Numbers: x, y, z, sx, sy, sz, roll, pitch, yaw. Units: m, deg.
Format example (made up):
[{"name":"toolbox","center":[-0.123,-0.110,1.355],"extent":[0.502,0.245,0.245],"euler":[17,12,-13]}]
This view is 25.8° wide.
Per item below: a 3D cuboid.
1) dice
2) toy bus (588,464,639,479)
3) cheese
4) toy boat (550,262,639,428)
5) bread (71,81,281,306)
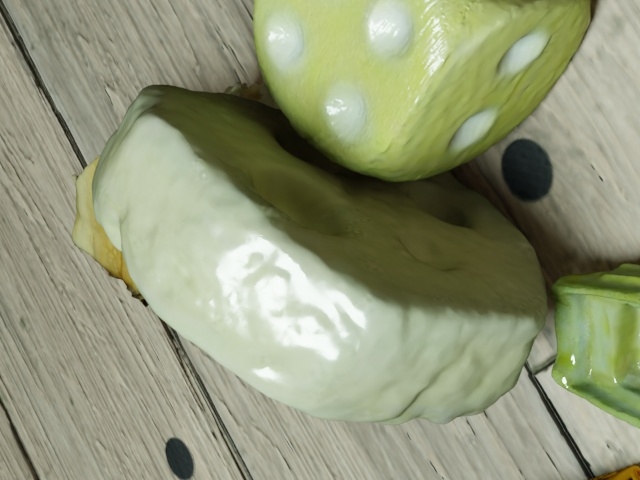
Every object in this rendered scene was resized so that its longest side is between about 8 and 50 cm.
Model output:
[{"name":"dice","center":[0.068,-0.154,0.967],"extent":[0.166,0.169,0.169],"euler":[52,135,22]},{"name":"toy bus","center":[0.180,0.224,1.054],"extent":[0.162,0.074,0.070],"euler":[-32,87,46]},{"name":"cheese","center":[0.000,0.000,0.978],"extent":[0.326,0.318,0.115],"euler":[30,112,-2]},{"name":"toy boat","center":[0.275,0.089,0.900],"extent":[0.276,0.084,0.111],"euler":[21,121,45]},{"name":"bread","center":[-0.102,-0.001,1.200],"extent":[0.211,0.183,0.224],"euler":[-23,84,50]}]
